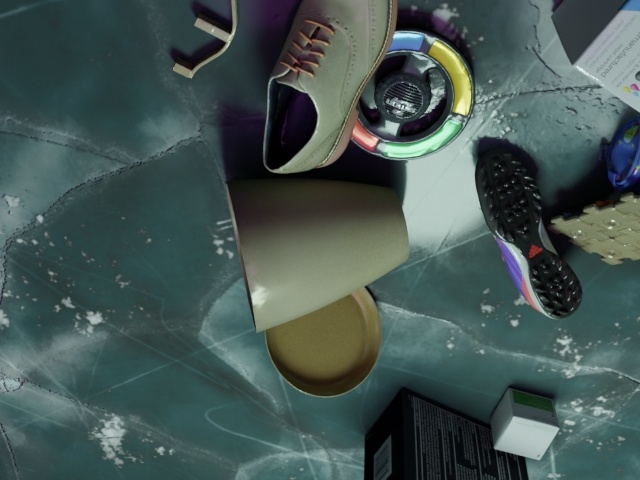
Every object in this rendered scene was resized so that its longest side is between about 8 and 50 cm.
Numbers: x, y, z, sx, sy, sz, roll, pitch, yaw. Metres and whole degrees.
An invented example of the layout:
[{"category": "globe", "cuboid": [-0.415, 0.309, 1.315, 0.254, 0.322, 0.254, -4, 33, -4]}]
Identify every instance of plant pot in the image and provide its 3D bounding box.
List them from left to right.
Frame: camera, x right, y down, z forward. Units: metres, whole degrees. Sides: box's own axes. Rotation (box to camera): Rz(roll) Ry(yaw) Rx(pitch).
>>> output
[{"category": "plant pot", "cuboid": [0.000, 0.000, 1.441, 0.274, 0.256, 0.256, -12, 124, -6]}, {"category": "plant pot", "cuboid": [0.002, 0.166, 1.573, 0.236, 0.236, 0.032, 34, 158, -17]}]

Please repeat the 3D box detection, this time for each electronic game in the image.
[{"category": "electronic game", "cuboid": [0.131, -0.230, 1.370, 0.229, 0.048, 0.229, 2, 125, 3]}]

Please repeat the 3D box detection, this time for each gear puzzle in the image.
[{"category": "gear puzzle", "cuboid": [0.527, -0.040, 1.371, 0.175, 0.044, 0.339, 26, 158, -19]}]

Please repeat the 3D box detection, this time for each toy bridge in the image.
[{"category": "toy bridge", "cuboid": [-0.164, -0.331, 1.340, 0.063, 0.026, 0.188, 25, 122, -15]}]

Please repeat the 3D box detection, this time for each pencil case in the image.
[{"category": "pencil case", "cuboid": [0.605, -0.098, 1.375, 0.306, 0.119, 0.133, 17, 117, -7]}]

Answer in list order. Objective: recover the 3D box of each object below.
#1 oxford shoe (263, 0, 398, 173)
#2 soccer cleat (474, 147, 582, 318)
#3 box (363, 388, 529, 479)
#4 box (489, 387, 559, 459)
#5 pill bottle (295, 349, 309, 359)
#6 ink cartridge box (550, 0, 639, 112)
[{"category": "oxford shoe", "cuboid": [0.009, -0.273, 1.262, 0.140, 0.146, 0.397, 23, 118, 21]}, {"category": "soccer cleat", "cuboid": [0.335, -0.010, 1.476, 0.108, 0.116, 0.318, -33, 103, -11]}, {"category": "box", "cuboid": [0.249, 0.500, 1.706, 0.294, 0.296, 0.183, 24, 122, -11]}, {"category": "box", "cuboid": [0.407, 0.367, 1.728, 0.101, 0.087, 0.102, 15, 124, -6]}, {"category": "pill bottle", "cuboid": [-0.038, 0.190, 1.628, 0.065, 0.116, 0.065, 2, 125, 3]}, {"category": "ink cartridge box", "cuboid": [0.504, -0.286, 1.208, 0.270, 0.197, 0.198, 29, 122, -15]}]
